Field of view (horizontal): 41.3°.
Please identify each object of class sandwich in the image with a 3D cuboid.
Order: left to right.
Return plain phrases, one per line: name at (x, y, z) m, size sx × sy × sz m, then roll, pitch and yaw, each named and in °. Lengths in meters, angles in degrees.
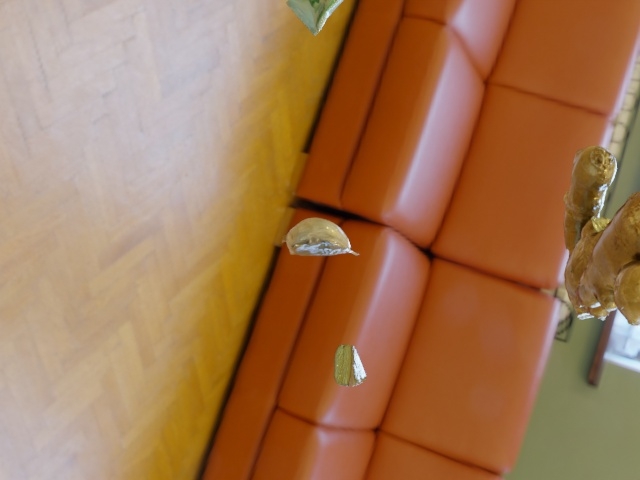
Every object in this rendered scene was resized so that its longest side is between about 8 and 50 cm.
sandwich at (0.038, 0.183, 1.179) m, size 0.044 × 0.030 × 0.083 m, roll -59°, pitch 140°, yaw -36°

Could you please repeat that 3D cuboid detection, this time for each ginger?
ginger at (0.211, 0.009, 0.608) m, size 0.176 × 0.052 × 0.193 m, roll 84°, pitch 10°, yaw -50°

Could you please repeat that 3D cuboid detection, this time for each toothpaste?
toothpaste at (0.072, -0.416, 1.183) m, size 0.297 × 0.075 × 0.048 m, roll -43°, pitch 160°, yaw 19°

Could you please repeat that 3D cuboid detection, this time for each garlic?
garlic at (0.000, -0.008, 1.660) m, size 0.084 × 0.152 × 0.066 m, roll 91°, pitch -4°, yaw -63°
